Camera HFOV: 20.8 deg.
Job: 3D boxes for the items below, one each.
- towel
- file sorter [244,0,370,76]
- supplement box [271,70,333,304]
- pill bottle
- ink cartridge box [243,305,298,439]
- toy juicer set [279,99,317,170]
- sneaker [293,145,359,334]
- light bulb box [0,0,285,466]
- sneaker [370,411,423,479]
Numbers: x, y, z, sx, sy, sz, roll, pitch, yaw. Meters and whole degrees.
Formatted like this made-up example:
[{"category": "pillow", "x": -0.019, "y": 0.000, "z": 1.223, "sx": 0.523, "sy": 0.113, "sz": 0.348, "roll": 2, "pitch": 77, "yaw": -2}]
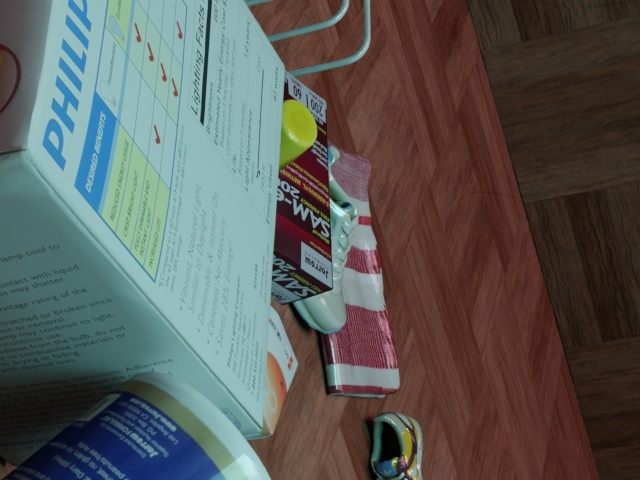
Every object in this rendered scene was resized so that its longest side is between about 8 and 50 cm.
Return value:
[{"category": "towel", "x": 0.035, "y": 0.035, "z": 2.220, "sx": 0.237, "sy": 0.037, "sz": 0.329, "roll": 16, "pitch": 64, "yaw": -69}, {"category": "file sorter", "x": -0.072, "y": -0.324, "z": 1.884, "sx": 0.278, "sy": 0.173, "sz": 0.193, "roll": 54, "pitch": 29, "yaw": -52}, {"category": "supplement box", "x": -0.051, "y": -0.066, "z": 1.884, "sx": 0.130, "sy": 0.073, "sz": 0.239, "roll": 33, "pitch": 47, "yaw": -50}, {"category": "pill bottle", "x": -0.164, "y": 0.218, "z": 1.122, "sx": 0.264, "sy": 0.153, "sz": 0.153, "roll": -39, "pitch": 124, "yaw": -27}, {"category": "ink cartridge box", "x": -0.079, "y": 0.095, "z": 1.816, "sx": 0.145, "sy": 0.045, "sz": 0.179, "roll": -69, "pitch": 146, "yaw": -61}, {"category": "toy juicer set", "x": -0.156, "y": -0.143, "z": 1.677, "sx": 0.329, "sy": 0.089, "sz": 0.209, "roll": 46, "pitch": 43, "yaw": -22}, {"category": "sneaker", "x": 0.000, "y": 0.000, "z": 2.038, "sx": 0.087, "sy": 0.092, "sz": 0.229, "roll": -52, "pitch": 130, "yaw": -69}, {"category": "light bulb box", "x": -0.197, "y": -0.080, "z": 1.256, "sx": 0.361, "sy": 0.225, "sz": 0.358, "roll": 56, "pitch": 29, "yaw": -50}, {"category": "sneaker", "x": 0.098, "y": 0.310, "z": 2.211, "sx": 0.084, "sy": 0.069, "sz": 0.185, "roll": 20, "pitch": 54, "yaw": -60}]
